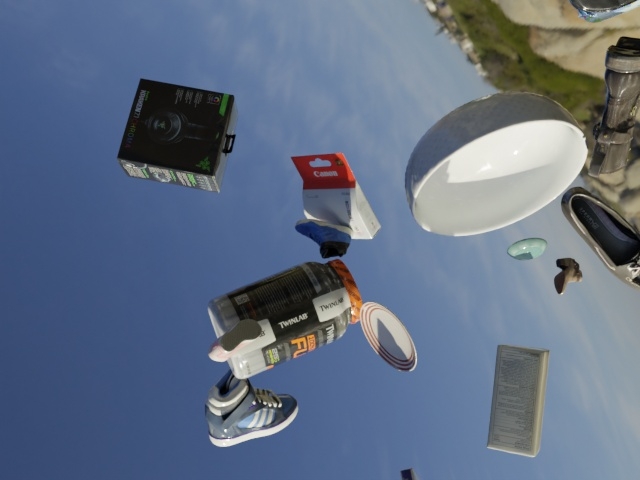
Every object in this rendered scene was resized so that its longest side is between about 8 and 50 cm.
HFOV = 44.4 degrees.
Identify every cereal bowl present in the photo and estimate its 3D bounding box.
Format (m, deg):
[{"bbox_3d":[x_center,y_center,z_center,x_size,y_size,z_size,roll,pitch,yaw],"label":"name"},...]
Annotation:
[{"bbox_3d":[0.312,-0.158,1.470,0.339,0.339,0.141,36,-148,-52],"label":"cereal bowl"}]

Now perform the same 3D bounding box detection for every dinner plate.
[{"bbox_3d":[0.120,0.164,1.363,0.017,0.141,0.141,-29,-88,-27],"label":"dinner plate"}]

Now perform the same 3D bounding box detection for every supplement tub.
[{"bbox_3d":[-0.081,0.178,1.881,0.207,0.338,0.207,158,90,-77],"label":"supplement tub"}]

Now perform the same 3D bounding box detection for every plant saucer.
[{"bbox_3d":[0.616,0.030,2.334,0.119,0.119,0.021,38,-141,-50],"label":"plant saucer"}]

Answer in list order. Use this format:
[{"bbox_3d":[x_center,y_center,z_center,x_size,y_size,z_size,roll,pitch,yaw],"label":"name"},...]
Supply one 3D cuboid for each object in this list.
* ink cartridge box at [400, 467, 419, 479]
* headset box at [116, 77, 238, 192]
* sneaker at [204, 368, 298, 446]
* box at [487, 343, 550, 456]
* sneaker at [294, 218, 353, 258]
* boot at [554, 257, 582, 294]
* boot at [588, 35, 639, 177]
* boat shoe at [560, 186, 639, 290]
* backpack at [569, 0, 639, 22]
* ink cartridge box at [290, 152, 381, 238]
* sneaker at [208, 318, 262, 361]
[{"bbox_3d":[0.296,0.819,2.353,0.224,0.045,0.223,60,-162,-55],"label":"ink cartridge box"},{"bbox_3d":[-0.370,-0.280,2.123,0.131,0.283,0.246,90,-168,-74],"label":"headset box"},{"bbox_3d":[-0.205,0.481,2.418,0.130,0.323,0.236,35,131,46],"label":"sneaker"},{"bbox_3d":[0.593,0.472,2.346,0.121,0.148,0.310,12,-95,-66],"label":"box"},{"bbox_3d":[0.000,0.000,1.973,0.058,0.152,0.084,84,-159,-59],"label":"sneaker"},{"bbox_3d":[0.701,0.103,2.210,0.087,0.042,0.118,16,-111,-29],"label":"boot"},{"bbox_3d":[0.551,-0.241,1.420,0.263,0.091,0.228,-26,-53,-44],"label":"boot"},{"bbox_3d":[0.700,0.007,1.860,0.335,0.112,0.095,47,-167,9],"label":"boat shoe"},{"bbox_3d":[0.745,-0.684,2.010,0.273,0.290,0.355,59,-165,-26],"label":"backpack"},{"bbox_3d":[0.025,-0.106,1.980,0.066,0.189,0.232,-54,-54,-31],"label":"ink cartridge box"},{"bbox_3d":[-0.185,0.212,1.654,0.051,0.070,0.134,54,-143,6],"label":"sneaker"}]
